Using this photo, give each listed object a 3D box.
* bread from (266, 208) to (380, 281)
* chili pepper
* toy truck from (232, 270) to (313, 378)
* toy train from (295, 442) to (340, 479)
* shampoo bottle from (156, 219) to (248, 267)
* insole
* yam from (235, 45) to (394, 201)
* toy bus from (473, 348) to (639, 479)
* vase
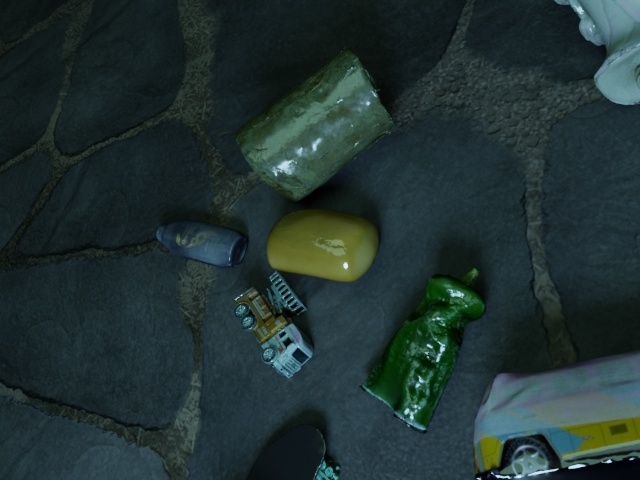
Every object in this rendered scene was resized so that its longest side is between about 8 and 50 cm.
[{"bbox_3d":[0.000,0.000,1.228,0.217,0.098,0.147,3,49,31],"label":"bread"},{"bbox_3d":[0.182,0.159,1.069,0.270,0.099,0.136,-62,29,0],"label":"chili pepper"},{"bbox_3d":[-0.076,0.159,1.232,0.115,0.080,0.177,-37,53,-1],"label":"toy truck"},{"bbox_3d":[-0.007,0.382,1.119,0.092,0.029,0.045,36,96,36],"label":"toy train"},{"bbox_3d":[-0.262,0.002,1.428,0.234,0.049,0.087,12,73,34],"label":"shampoo bottle"},{"bbox_3d":[-0.104,0.460,1.132,0.119,0.009,0.348,38,96,39],"label":"insole"},{"bbox_3d":[-0.009,-0.217,1.296,0.300,0.195,0.195,-36,55,11],"label":"yam"},{"bbox_3d":[0.390,0.246,0.868,0.387,0.171,0.162,-17,43,21],"label":"toy bus"},{"bbox_3d":[0.497,-0.448,1.082,0.250,0.250,0.445,-17,65,23],"label":"vase"}]
